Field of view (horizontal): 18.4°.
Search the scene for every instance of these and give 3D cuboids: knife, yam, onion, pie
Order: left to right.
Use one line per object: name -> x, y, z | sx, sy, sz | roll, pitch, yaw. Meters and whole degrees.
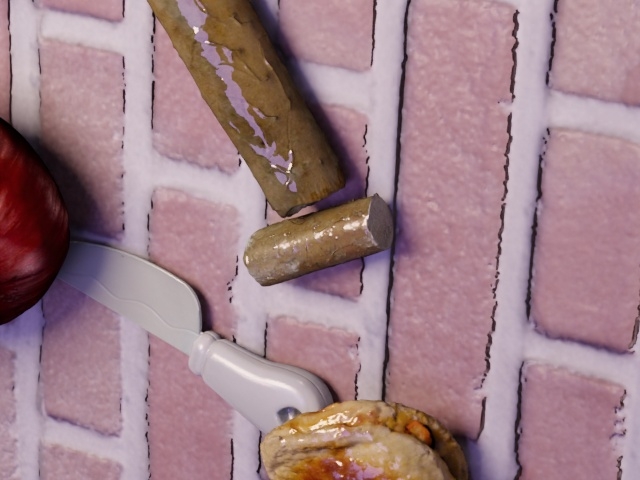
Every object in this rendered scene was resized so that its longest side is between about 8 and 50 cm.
onion -> -0.353, -0.045, 1.777 | 0.273, 0.285, 0.273 | 4, 146, 3
knife -> -0.128, 0.075, 1.787 | 0.331, 0.044, 0.080 | 33, 124, 16
yam -> -0.096, -0.190, 1.643 | 0.083, 0.083, 0.371 | -30, 96, 33
yam -> 0.000, 0.000, 1.679 | 0.132, 0.054, 0.054 | -17, 101, 31
pie -> 0.041, 0.223, 1.711 | 0.178, 0.084, 0.205 | -6, 123, 20
